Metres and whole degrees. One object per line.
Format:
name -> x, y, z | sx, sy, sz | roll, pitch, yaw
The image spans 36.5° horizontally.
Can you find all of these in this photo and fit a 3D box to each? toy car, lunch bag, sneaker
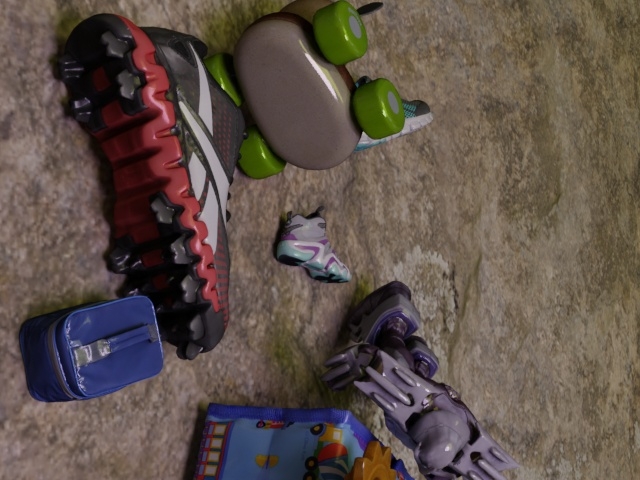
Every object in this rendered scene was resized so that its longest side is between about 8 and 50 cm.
toy car -> -0.002, -0.168, 0.919 | 0.149, 0.155, 0.188 | 60, 30, -25
lunch bag -> -0.161, 0.079, 0.716 | 0.098, 0.065, 0.067 | -16, 96, -52
lunch bag -> 0.005, 0.293, 0.861 | 0.293, 0.138, 0.220 | 45, 49, -53
sneaker -> 0.000, 0.000, 0.962 | 0.098, 0.038, 0.069 | 30, 60, -46
sneaker -> -0.110, -0.047, 0.782 | 0.135, 0.098, 0.276 | -19, 97, -50
sneaker -> 0.066, -0.146, 1.062 | 0.166, 0.065, 0.076 | -25, 98, -53

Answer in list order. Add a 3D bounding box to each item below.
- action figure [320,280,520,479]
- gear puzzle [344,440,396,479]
action figure -> 0.083, 0.142, 0.881 | 0.185, 0.099, 0.285 | 52, 7, -14
gear puzzle -> 0.042, 0.304, 0.759 | 0.175, 0.044, 0.338 | -52, 139, -53
